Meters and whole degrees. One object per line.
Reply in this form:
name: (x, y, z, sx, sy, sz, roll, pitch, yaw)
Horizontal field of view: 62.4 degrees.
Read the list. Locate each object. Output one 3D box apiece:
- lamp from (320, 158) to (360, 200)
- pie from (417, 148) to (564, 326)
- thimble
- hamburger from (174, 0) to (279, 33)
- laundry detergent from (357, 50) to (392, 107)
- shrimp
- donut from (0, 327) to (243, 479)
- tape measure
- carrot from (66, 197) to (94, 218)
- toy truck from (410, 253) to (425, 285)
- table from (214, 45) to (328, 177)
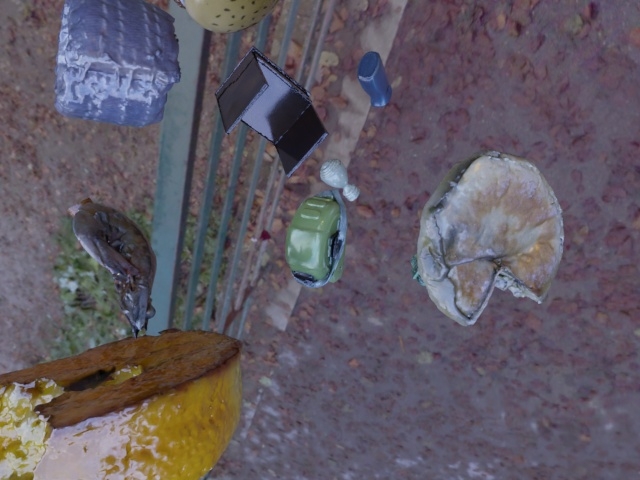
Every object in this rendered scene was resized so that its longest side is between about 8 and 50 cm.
lamp: (0.077, -0.239, 2.082, 0.106, 0.106, 0.193, -23, 125, 36)
pie: (0.316, -0.010, 0.954, 0.337, 0.337, 0.075, 54, 164, -21)
thimble: (-0.334, -0.297, 0.865, 0.172, 0.236, 0.205, 4, 119, -29)
hamburger: (-0.103, -0.299, 0.552, 0.137, 0.175, 0.175, 52, 131, 3)
laundry detergent: (0.162, -0.447, 1.512, 0.061, 0.097, 0.206, 7, 168, 21)
shrimp: (-0.353, 0.034, 0.914, 0.062, 0.317, 0.164, -45, 133, 13)
donut: (-0.285, 0.258, 0.794, 0.435, 0.377, 0.164, -5, 96, 49)
tape measure: (0.000, 0.000, 1.051, 0.106, 0.175, 0.200, 14, 109, 18)
carrot: (-0.477, 0.001, 1.208, 0.057, 0.057, 0.224, -25, 110, 37)
toy truck: (0.392, 0.035, 1.617, 0.128, 0.259, 0.135, 98, 148, -63)
table: (-0.147, -0.381, 1.565, 0.196, 0.282, 0.250, -44, 127, 18)
